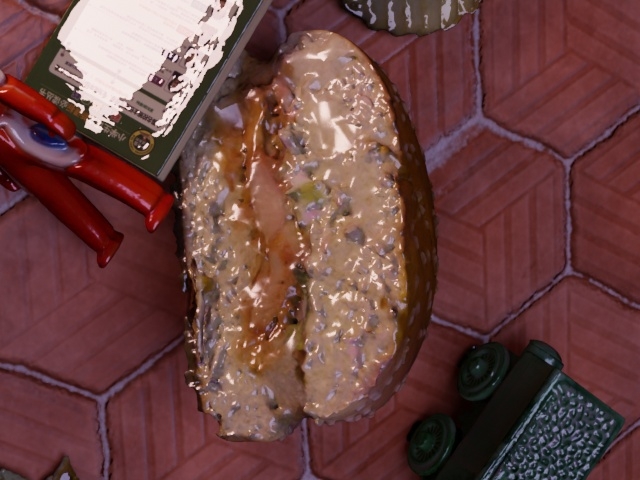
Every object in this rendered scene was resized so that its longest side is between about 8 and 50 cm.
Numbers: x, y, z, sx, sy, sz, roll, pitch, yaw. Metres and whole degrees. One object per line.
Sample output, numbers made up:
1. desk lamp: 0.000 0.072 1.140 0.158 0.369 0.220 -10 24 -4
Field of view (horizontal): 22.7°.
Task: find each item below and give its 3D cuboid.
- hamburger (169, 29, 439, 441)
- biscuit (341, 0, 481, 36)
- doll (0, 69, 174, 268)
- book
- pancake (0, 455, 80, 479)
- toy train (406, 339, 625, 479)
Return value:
1. hamburger: 0.000 0.000 1.768 0.268 0.287 0.446 -12 76 14
2. biscuit: 0.125 -0.338 1.890 0.273 0.036 0.187 -31 113 -15
3. doll: -0.337 -0.121 1.667 0.384 0.188 0.099 39 55 -12
4. book: -0.182 -0.222 1.714 0.264 0.202 0.027 -60 161 -2
5. pancake: -0.460 0.331 1.774 0.426 0.067 0.305 28 88 -25
6. toy train: 0.227 0.251 1.980 0.145 0.202 0.266 35 90 -28
